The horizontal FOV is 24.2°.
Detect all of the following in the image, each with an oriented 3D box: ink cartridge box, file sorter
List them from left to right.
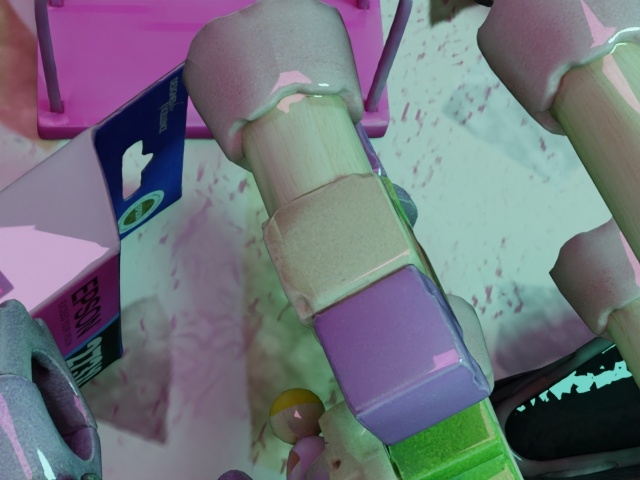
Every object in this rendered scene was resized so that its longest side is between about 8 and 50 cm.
[{"bbox_3d":[-0.191,0.071,0.706,0.371,0.176,0.069,-41,79,-19],"label":"ink cartridge box"},{"bbox_3d":[-0.059,-0.224,0.826,0.202,0.182,0.291,-1,71,-8],"label":"file sorter"}]

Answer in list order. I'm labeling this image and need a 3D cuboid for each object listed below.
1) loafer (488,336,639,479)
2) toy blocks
[{"bbox_3d":[0.207,0.074,0.806,0.302,0.095,0.109,-21,76,-14],"label":"loafer"},{"bbox_3d":[0.000,0.000,0.643,0.309,0.288,0.260,-26,62,3],"label":"toy blocks"}]
